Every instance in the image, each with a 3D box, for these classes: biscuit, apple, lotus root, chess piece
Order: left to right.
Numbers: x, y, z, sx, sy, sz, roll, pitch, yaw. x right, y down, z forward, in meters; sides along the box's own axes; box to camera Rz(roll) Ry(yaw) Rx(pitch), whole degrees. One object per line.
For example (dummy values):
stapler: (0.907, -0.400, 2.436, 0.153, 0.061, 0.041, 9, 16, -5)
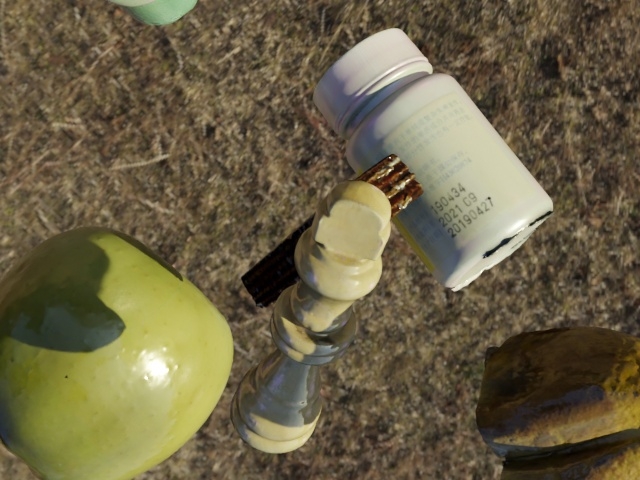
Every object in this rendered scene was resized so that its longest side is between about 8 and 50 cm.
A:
apple: (-0.397, 0.216, 1.455, 0.474, 0.473, 0.473, 11, 129, 14)
chess piece: (-0.010, 0.093, 0.924, 0.117, 0.117, 0.397, 24, 132, 3)
biscuit: (0.000, 0.000, 1.161, 0.073, 0.107, 0.388, 52, 147, 1)
lotus root: (0.275, 0.185, 0.788, 0.188, 0.199, 0.180, 39, 146, -23)

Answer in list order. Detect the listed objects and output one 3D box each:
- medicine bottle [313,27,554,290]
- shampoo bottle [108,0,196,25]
medicine bottle: (0.170, -0.128, 1.254, 0.378, 0.214, 0.213, 55, 131, 12)
shampoo bottle: (-0.302, -0.452, 1.242, 0.222, 0.349, 0.151, -13, 77, 13)
